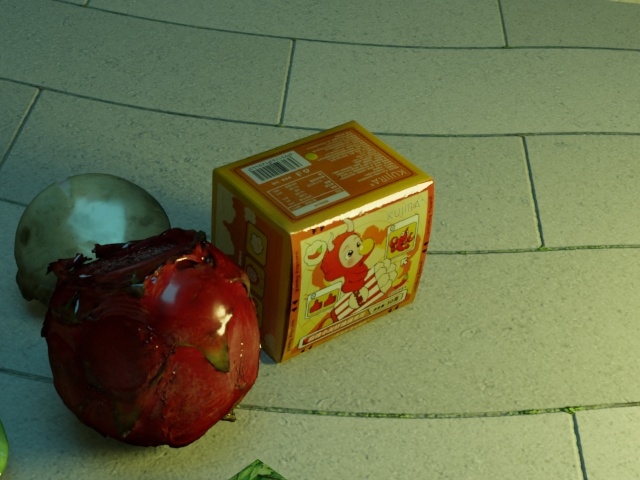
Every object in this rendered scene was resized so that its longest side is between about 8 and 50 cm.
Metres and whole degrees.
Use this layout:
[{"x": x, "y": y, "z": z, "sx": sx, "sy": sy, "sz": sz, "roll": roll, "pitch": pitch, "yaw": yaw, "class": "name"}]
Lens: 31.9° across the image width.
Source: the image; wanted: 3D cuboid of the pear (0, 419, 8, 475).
[{"x": -0.523, "y": 0.272, "z": 1.423, "sx": 0.239, "sy": 0.139, "sz": 0.288, "roll": 23, "pitch": 33, "yaw": -2, "class": "pear"}]

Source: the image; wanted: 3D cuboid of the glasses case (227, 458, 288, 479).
[{"x": -0.013, "y": 0.383, "z": 1.391, "sx": 0.272, "sy": 0.062, "sz": 0.095, "roll": 30, "pitch": 37, "yaw": 29, "class": "glasses case"}]

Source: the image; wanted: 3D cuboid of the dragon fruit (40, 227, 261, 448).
[{"x": -0.227, "y": 0.129, "z": 1.515, "sx": 0.296, "sy": 0.301, "sz": 0.295, "roll": -1, "pitch": 33, "yaw": 1, "class": "dragon fruit"}]

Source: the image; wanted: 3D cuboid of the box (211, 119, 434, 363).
[{"x": 0.000, "y": 0.000, "z": 1.747, "sx": 0.283, "sy": 0.259, "sz": 0.214, "roll": -22, "pitch": 43, "yaw": -31, "class": "box"}]

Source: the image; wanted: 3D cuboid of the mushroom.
[{"x": -0.358, "y": 0.013, "z": 1.743, "sx": 0.255, "sy": 0.255, "sz": 0.184, "roll": 6, "pitch": -7, "yaw": 0, "class": "mushroom"}]
